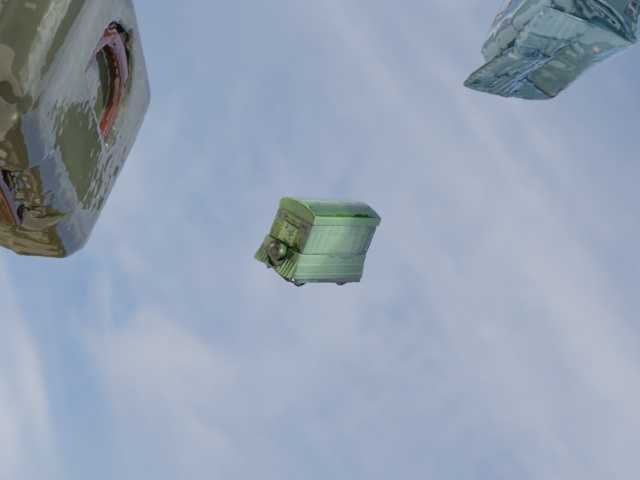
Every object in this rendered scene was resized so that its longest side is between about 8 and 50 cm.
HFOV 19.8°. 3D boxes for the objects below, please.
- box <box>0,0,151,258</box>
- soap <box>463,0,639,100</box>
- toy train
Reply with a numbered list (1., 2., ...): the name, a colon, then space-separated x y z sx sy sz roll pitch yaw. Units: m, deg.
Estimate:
1. box: -0.176 -0.094 0.986 0.129 0.148 0.210 19 -22 10
2. soap: 0.216 -0.231 1.323 0.077 0.293 0.156 32 -18 -9
3. toy train: 0.000 0.000 1.223 0.038 0.093 0.056 33 -71 33
